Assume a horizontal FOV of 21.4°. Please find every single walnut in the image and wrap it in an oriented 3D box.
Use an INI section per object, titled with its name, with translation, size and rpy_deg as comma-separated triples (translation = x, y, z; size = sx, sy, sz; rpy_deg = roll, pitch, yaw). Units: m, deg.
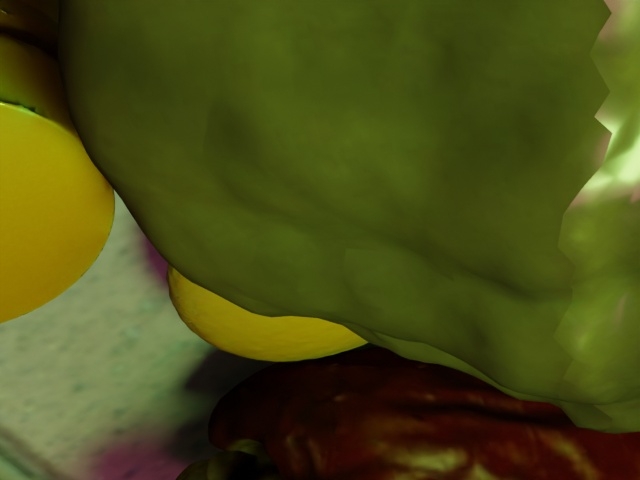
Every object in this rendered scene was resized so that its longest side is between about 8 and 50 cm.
[walnut]
translation = 0.043, 0.147, 0.850
size = 0.269, 0.244, 0.221
rpy_deg = 18, 91, -31

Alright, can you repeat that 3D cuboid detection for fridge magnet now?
[fridge magnet]
translation = 0.000, 0.000, 0.750
size = 0.143, 0.063, 0.143
rpy_deg = -13, 142, -10

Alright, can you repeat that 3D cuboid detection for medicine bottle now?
[medicine bottle]
translation = -0.124, -0.073, 0.511
size = 0.096, 0.192, 0.096
rpy_deg = -11, 140, -9

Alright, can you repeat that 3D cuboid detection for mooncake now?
[mooncake]
translation = 0.088, -0.105, 0.461
size = 0.324, 0.187, 0.324
rpy_deg = -44, 147, -39
